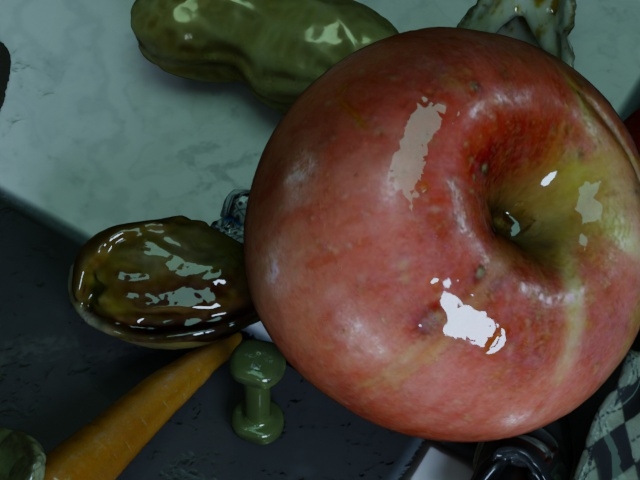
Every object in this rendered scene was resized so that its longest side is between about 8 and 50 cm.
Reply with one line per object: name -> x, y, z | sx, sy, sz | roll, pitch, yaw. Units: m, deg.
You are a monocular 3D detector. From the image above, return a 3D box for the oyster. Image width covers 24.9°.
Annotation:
oyster -> 0.193, -0.192, 1.568 | 0.166, 0.110, 0.341 | 15, 60, 12

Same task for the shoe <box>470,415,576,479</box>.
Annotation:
shoe -> 0.174, 0.224, 1.289 | 0.099, 0.112, 0.227 | 20, 59, 11

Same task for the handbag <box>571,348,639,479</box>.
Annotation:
handbag -> 0.382, 0.299, 1.197 | 0.416, 0.180, 0.317 | 20, 60, 26

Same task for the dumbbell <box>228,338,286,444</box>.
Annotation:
dumbbell -> -0.057, 0.139, 1.325 | 0.052, 0.118, 0.046 | 12, 51, 7

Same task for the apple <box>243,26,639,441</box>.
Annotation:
apple -> 0.104, 0.000, 1.271 | 0.364, 0.364, 0.364 | 2, 57, -3

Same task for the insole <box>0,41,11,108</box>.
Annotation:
insole -> -0.419, -0.099, 1.526 | 0.111, 0.007, 0.328 | 18, 58, 10

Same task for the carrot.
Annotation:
carrot -> -0.191, 0.181, 1.324 | 0.069, 0.069, 0.336 | 36, 59, 19

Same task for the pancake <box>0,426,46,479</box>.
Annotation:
pancake -> -0.313, 0.261, 1.222 | 0.222, 0.042, 0.236 | -38, 37, 10

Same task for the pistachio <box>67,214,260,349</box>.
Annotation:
pistachio -> -0.136, 0.038, 1.383 | 0.210, 0.130, 0.165 | 6, 40, -3

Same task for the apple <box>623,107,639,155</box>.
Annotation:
apple -> 0.382, -0.019, 1.399 | 0.260, 0.216, 0.260 | 1, 58, -2

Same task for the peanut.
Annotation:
peanut -> -0.057, -0.215, 1.551 | 0.305, 0.147, 0.147 | 22, 58, 12

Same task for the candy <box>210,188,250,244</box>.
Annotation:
candy -> 0.000, 0.000, 1.465 | 0.226, 0.051, 0.094 | 5, 77, 1
